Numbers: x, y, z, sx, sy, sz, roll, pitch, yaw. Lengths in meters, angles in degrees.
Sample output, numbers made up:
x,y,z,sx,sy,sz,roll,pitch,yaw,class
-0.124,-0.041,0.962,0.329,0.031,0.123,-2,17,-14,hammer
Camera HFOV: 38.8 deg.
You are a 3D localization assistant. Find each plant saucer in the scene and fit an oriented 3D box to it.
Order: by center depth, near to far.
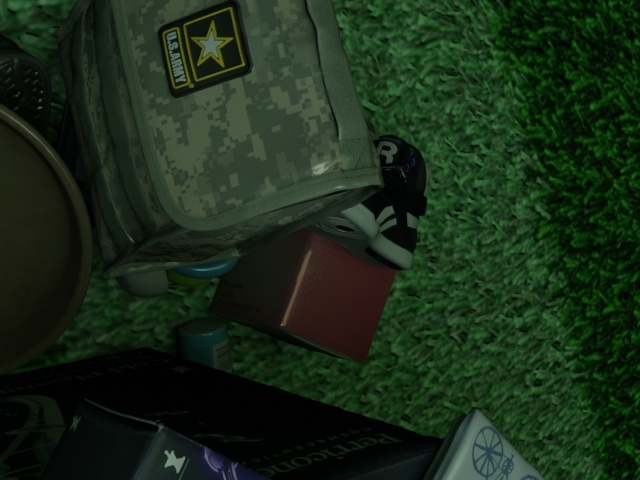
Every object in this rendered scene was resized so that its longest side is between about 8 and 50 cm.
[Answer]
x,y,z,sx,sy,sz,roll,pitch,yaw,class
-0.327,-0.005,0.754,0.278,0.041,0.278,-2,114,-4,plant saucer

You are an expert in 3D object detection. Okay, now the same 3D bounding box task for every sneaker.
x,y,z,sx,sy,sz,roll,pitch,yaw,class
-0.304,-0.084,0.826,0.087,0.130,0.227,-11,127,-35,sneaker
0.042,-0.055,0.864,0.217,0.079,0.121,37,65,-62,sneaker

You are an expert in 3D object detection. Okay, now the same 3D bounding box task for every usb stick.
x,y,z,sx,sy,sz,roll,pitch,yaw,class
-0.208,-0.147,0.849,0.045,0.077,0.278,5,70,1,usb stick

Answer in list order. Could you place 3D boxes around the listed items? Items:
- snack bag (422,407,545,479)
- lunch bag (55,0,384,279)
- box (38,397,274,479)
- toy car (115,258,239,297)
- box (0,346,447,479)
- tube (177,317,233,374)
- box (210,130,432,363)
x,y,z,sx,sy,sz,roll,pitch,yaw,class
0.097,0.333,0.587,0.323,0.037,0.342,49,66,-28,snack bag
-0.081,-0.114,0.703,0.169,0.287,0.235,-8,81,-35,lunch bag
-0.080,0.232,0.412,0.184,0.103,0.261,34,70,-26,box
-0.139,-0.034,0.906,0.159,0.136,0.182,-34,112,-30,toy car
-0.225,0.287,0.664,0.480,0.471,0.297,-9,99,-36,box
-0.118,0.190,0.996,0.080,0.052,0.207,-12,106,-30,tube
0.000,0.000,1.002,0.127,0.148,0.232,27,77,-34,box
